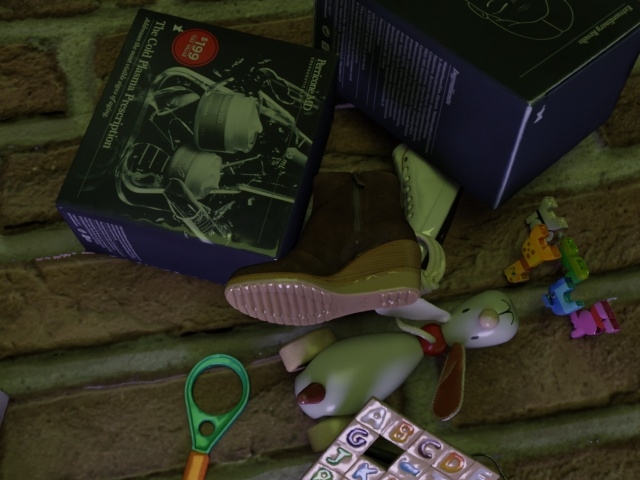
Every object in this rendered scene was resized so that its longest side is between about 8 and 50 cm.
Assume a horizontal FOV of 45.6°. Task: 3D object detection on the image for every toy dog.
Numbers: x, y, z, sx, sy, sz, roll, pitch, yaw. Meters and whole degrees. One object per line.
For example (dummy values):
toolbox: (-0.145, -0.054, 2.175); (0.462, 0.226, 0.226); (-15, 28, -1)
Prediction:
toy dog: (0.086, 0.151, 0.991); (0.334, 0.161, 0.220); (-46, 79, 5)

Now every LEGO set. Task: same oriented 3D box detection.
LEGO set: (0.339, 0.052, 1.144); (0.087, 0.093, 0.227); (1, 58, -36)

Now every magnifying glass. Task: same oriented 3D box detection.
magnifying glass: (-0.160, 0.269, 1.054); (0.092, 0.026, 0.231); (13, 69, 2)

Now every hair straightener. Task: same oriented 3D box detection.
hair straightener: (0.162, 0.309, 1.042); (0.230, 0.047, 0.089); (11, 68, 1)

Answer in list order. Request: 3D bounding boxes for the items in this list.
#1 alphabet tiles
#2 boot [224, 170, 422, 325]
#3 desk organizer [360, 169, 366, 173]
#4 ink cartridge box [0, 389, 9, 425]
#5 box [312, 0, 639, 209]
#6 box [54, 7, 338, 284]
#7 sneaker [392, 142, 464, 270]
alphabet tiles: (0.105, 0.324, 0.974); (0.237, 0.009, 0.198); (33, 112, -10)
boot: (0.000, 0.000, 0.970); (0.248, 0.090, 0.207); (-2, 49, -8)
desk organizer: (0.069, -0.036, 1.175); (0.047, 0.050, 0.130); (14, 68, 3)
ink cartridge box: (-0.496, 0.233, 0.872); (0.119, 0.353, 0.207); (9, 68, 1)
box: (0.224, -0.293, 1.141); (0.293, 0.212, 0.395); (-35, 61, -26)
box: (-0.163, -0.128, 1.129); (0.312, 0.179, 0.343); (14, 68, 3)
sneaker: (0.153, -0.073, 1.176); (0.123, 0.106, 0.290); (19, 58, 11)
